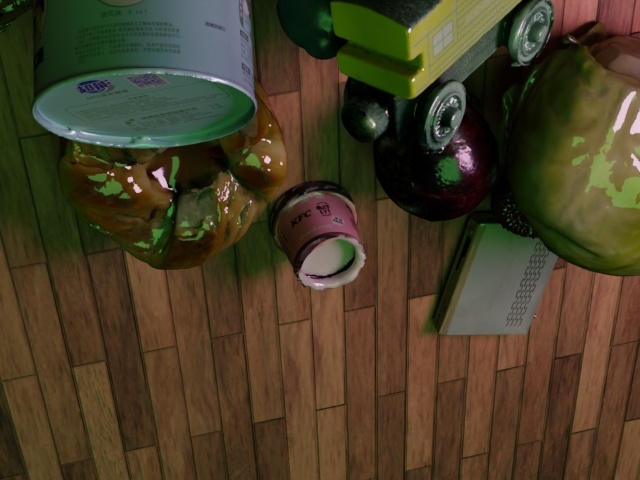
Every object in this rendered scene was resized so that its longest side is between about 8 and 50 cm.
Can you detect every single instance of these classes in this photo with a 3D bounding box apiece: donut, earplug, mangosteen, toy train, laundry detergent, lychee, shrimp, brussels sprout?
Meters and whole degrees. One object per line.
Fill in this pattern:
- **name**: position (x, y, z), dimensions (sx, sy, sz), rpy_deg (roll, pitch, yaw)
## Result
- **donut**: position (-0.222, -0.125, 1.894), dimensions (0.360, 0.170, 0.360), rpy_deg (-8, 130, -10)
- **earplug**: position (-0.016, -0.394, 1.739), dimensions (0.164, 0.280, 0.257), rpy_deg (-8, 175, 28)
- **mangosteen**: position (0.192, -0.139, 2.005), dimensions (0.216, 0.216, 0.216), rpy_deg (-9, 131, -11)
- **toy train**: position (0.180, -0.325, 1.758), dimensions (0.442, 0.179, 0.272), rpy_deg (-44, 144, -31)
- **laundry detergent**: position (-0.228, -0.305, 1.617), dimensions (0.287, 0.305, 0.287), rpy_deg (-4, 166, -1)
- **lychee**: position (0.359, -0.065, 2.173), dimensions (0.129, 0.123, 0.123), rpy_deg (33, 118, 3)
- **shrimp**: position (-0.443, -0.353, 1.717), dimensions (0.178, 0.034, 0.124), rpy_deg (-32, 128, 7)
- **brussels sprout**: position (0.481, -0.126, 1.999), dimensions (0.425, 0.342, 0.361), rpy_deg (8, 116, -22)

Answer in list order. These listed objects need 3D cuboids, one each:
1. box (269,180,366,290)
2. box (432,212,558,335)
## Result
- **box**: position (0.000, 0.000, 2.095), dimensions (0.151, 0.135, 0.151), rpy_deg (-9, 132, -10)
- **box**: position (0.336, 0.064, 2.321), dimensions (0.211, 0.045, 0.270), rpy_deg (-1, 128, -18)
